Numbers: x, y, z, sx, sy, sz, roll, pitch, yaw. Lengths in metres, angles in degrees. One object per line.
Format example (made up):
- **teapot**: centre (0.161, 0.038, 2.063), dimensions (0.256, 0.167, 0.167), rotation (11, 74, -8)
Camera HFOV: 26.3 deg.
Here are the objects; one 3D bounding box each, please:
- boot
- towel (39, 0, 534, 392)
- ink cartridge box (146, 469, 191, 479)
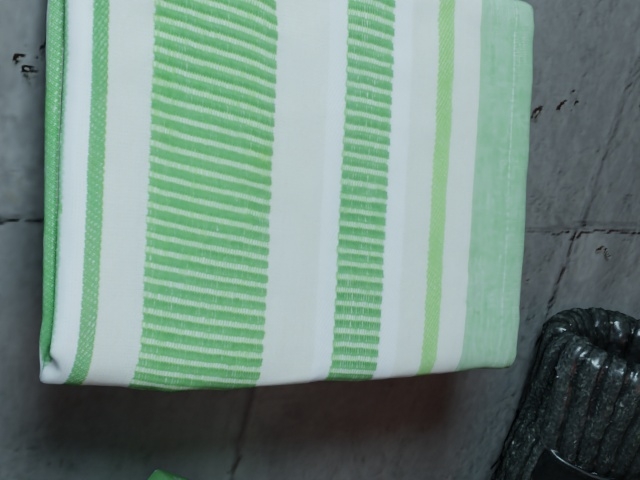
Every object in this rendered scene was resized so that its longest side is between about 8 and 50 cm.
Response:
- **boot**: centre (0.270, 0.200, 1.102), dimensions (0.348, 0.131, 0.260), rotation (11, 108, -39)
- **towel**: centre (-0.006, -0.040, 0.781), dimensions (0.325, 0.038, 0.247), rotation (-1, 95, -37)
- **ink cartridge box**: centre (-0.069, 0.272, 0.835), dimensions (0.160, 0.219, 0.093), rotation (-53, 133, 0)
